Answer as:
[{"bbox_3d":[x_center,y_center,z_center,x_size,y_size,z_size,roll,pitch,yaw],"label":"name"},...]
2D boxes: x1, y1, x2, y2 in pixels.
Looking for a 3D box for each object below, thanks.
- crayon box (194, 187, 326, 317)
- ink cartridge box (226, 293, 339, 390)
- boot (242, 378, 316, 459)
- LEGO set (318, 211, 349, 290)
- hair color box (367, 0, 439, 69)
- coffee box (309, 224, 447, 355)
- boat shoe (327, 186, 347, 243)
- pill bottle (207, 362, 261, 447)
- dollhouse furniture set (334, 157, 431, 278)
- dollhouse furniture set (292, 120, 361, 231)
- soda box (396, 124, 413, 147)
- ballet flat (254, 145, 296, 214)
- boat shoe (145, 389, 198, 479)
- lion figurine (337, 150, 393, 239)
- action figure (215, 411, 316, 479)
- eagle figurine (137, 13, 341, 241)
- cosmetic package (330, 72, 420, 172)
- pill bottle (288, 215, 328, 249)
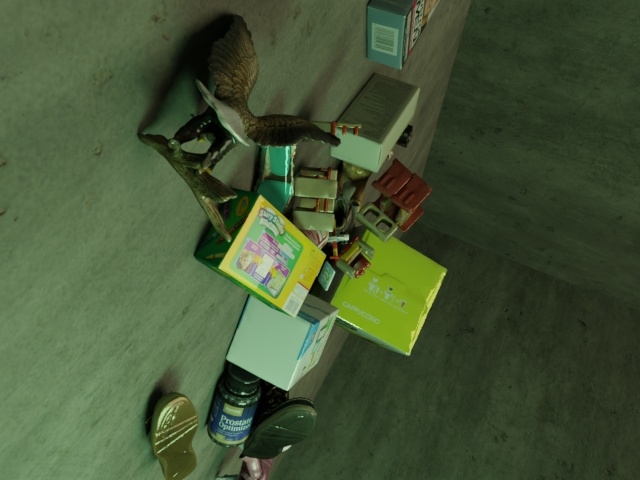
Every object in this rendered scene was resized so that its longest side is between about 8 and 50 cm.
[{"bbox_3d":[-0.115,0.034,1.055,0.278,0.081,0.165,44,68,-48],"label":"crayon box"},{"bbox_3d":[-0.098,0.261,1.421,0.198,0.197,0.270,-69,165,8],"label":"ink cartridge box"},{"bbox_3d":[-0.123,0.461,1.473,0.377,0.138,0.284,122,-23,-45],"label":"boot"},{"bbox_3d":[0.000,0.000,1.436,0.060,0.182,0.244,-3,130,-35],"label":"LEGO set"},{"bbox_3d":[0.258,-0.696,1.407,0.374,0.113,0.185,-62,164,-21],"label":"hair color box"},{"bbox_3d":[0.187,0.176,1.808,0.338,0.337,0.334,-63,-168,-11],"label":"coffee box"},{"bbox_3d":[0.037,-0.067,1.550,0.102,0.092,0.285,-23,146,-13],"label":"boat shoe"},{"bbox_3d":[-0.234,0.449,1.375,0.123,0.122,0.219,-33,144,-64],"label":"pill bottle"},{"bbox_3d":[0.166,-0.050,1.552,0.374,0.152,0.201,-45,165,-12],"label":"dollhouse furniture set"},{"bbox_3d":[0.018,-0.154,1.193,0.262,0.135,0.259,-81,176,-77],"label":"dollhouse furniture set"},{"bbox_3d":[0.216,-0.368,1.635,0.053,0.168,0.060,-63,165,-16],"label":"soda box"},{"bbox_3d":[-0.093,-0.150,1.071,0.077,0.091,0.241,-84,-171,-54],"label":"ballet flat"},{"bbox_3d":[-0.336,0.428,1.099,0.104,0.089,0.285,-18,132,-36],"label":"boat shoe"},{"bbox_3d":[0.112,-0.183,1.679,0.392,0.142,0.240,115,-2,-61],"label":"lion figurine"},{"bbox_3d":[-0.200,0.737,1.681,0.370,0.275,0.248,-71,179,-45],"label":"action figure"},{"bbox_3d":[-0.114,-0.189,0.750,0.298,0.225,0.226,-45,146,-29],"label":"eagle figurine"},{"bbox_3d":[0.168,-0.363,1.501,0.309,0.160,0.113,-56,162,-33],"label":"cosmetic package"},{"bbox_3d":[-0.073,0.014,1.292,0.221,0.121,0.121,-45,153,-55],"label":"pill bottle"}]
